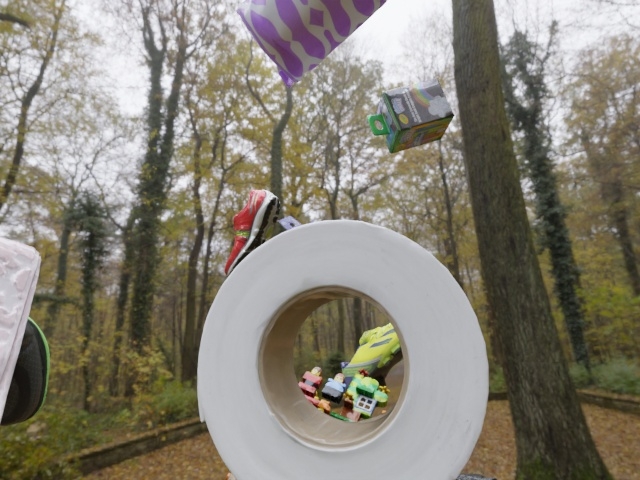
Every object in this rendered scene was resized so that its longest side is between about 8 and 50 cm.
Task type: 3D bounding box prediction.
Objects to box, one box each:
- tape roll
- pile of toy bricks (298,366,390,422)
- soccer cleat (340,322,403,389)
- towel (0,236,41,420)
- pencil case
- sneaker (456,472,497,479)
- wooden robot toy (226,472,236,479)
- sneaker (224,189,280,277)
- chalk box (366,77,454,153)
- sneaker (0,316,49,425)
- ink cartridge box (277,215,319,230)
[{"bbox_3d":[0.020,0.126,0.439,0.286,0.286,0.100,-8,-13,14],"label":"tape roll"},{"bbox_3d":[0.065,0.271,0.724,0.212,0.105,0.118,16,-51,22],"label":"pile of toy bricks"},{"bbox_3d":[0.136,0.223,0.909,0.093,0.121,0.289,14,-58,-38],"label":"soccer cleat"},{"bbox_3d":[-0.435,0.059,0.348,0.053,0.317,0.332,-42,-45,17],"label":"towel"},{"bbox_3d":[0.027,-0.226,0.354,0.206,0.086,0.088,-34,-15,14],"label":"pencil case"},{"bbox_3d":[0.297,0.509,0.853,0.170,0.051,0.089,8,-22,-39],"label":"sneaker"},{"bbox_3d":[-0.122,0.387,0.651,0.079,0.076,0.173,15,-50,26],"label":"wooden robot toy"},{"bbox_3d":[-0.218,-0.021,1.251,0.118,0.279,0.107,26,-1,25],"label":"sneaker"},{"bbox_3d":[0.237,-0.341,1.180,0.213,0.132,0.132,-16,-15,-6],"label":"chalk box"},{"bbox_3d":[-0.594,0.127,0.676,0.185,0.483,0.202,-12,25,-15],"label":"sneaker"},{"bbox_3d":[0.000,0.000,1.105,0.045,0.224,0.223,-49,2,8],"label":"ink cartridge box"}]
